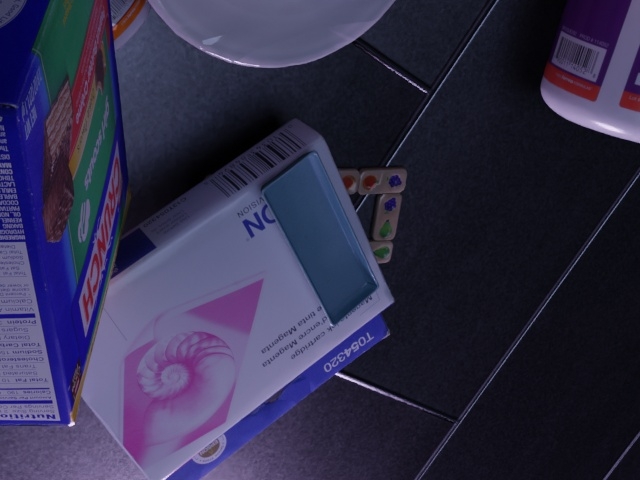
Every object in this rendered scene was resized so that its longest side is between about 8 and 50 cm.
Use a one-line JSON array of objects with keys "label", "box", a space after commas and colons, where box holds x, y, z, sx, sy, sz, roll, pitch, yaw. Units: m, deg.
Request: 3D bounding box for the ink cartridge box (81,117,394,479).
[{"label": "ink cartridge box", "box": [-0.082, 0.096, 0.988, 0.324, 0.071, 0.330, -37, 128, -13]}]

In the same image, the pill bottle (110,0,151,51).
[{"label": "pill bottle", "box": [-0.218, -0.225, 0.788, 0.086, 0.086, 0.152, -44, 125, 1]}]

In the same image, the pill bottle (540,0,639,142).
[{"label": "pill bottle", "box": [0.355, -0.270, 0.986, 0.181, 0.181, 0.323, 3, 114, -27]}]

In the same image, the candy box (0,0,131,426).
[{"label": "candy box", "box": [-0.224, -0.059, 0.704, 0.122, 0.268, 0.317, 4, 136, -4]}]

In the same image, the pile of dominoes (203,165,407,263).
[{"label": "pile of dominoes", "box": [-0.024, 0.021, 1.039, 0.251, 0.040, 0.196, -4, 117, -24]}]

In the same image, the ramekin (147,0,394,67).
[{"label": "ramekin", "box": [-0.049, -0.294, 0.809, 0.273, 0.127, 0.273, -11, 120, -20]}]

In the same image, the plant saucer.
[{"label": "plant saucer", "box": [0.000, 0.000, 0.938, 0.067, 0.018, 0.192, -39, 132, -15]}]
